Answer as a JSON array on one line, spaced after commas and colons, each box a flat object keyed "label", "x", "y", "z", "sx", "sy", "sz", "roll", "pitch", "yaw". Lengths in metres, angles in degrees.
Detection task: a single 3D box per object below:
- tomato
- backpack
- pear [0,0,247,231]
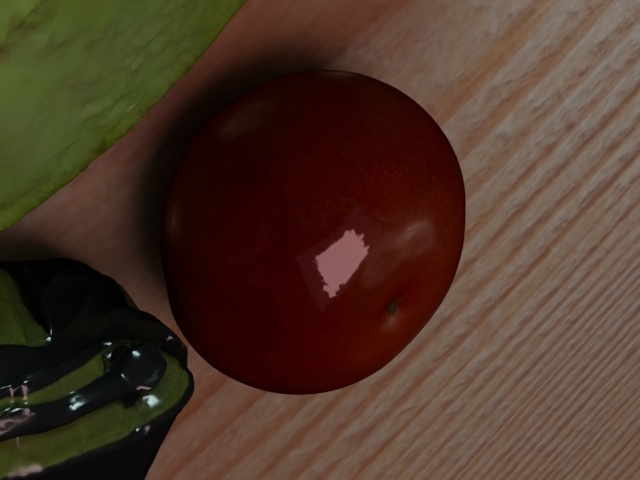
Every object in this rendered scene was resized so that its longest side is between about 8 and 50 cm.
[{"label": "tomato", "x": 0.000, "y": 0.000, "z": 0.747, "sx": 0.195, "sy": 0.136, "sz": 0.195, "roll": -29, "pitch": 139, "yaw": -28}, {"label": "backpack", "x": -0.185, "y": 0.107, "z": 0.640, "sx": 0.253, "sy": 0.140, "sz": 0.207, "roll": 6, "pitch": 114, "yaw": -54}, {"label": "pear", "x": -0.157, "y": -0.118, "z": 0.445, "sx": 0.282, "sy": 0.176, "sz": 0.286, "roll": -53, "pitch": 161, "yaw": 16}]
